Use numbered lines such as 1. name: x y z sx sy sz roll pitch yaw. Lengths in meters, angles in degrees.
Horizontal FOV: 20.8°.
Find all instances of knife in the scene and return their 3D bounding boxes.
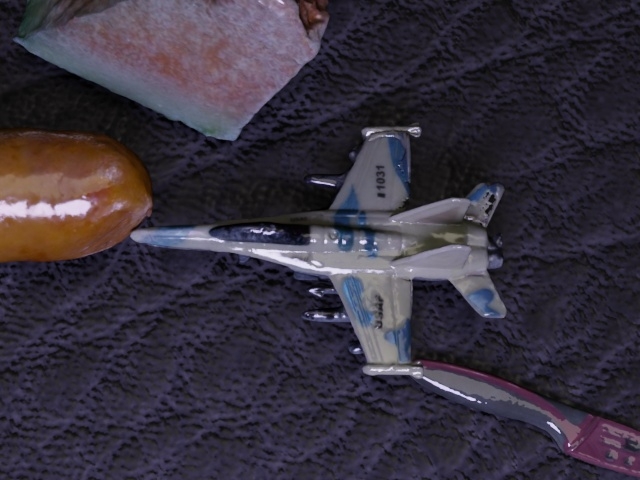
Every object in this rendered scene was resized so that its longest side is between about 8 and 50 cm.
1. knife: 0.177 0.134 1.240 0.247 0.018 0.035 21 72 0

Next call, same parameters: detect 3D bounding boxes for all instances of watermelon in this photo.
1. watermelon: -0.058 -0.221 1.228 0.151 0.302 0.264 30 70 -36

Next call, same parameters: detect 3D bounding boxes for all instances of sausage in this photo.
1. sausage: -0.251 -0.019 1.204 0.271 0.109 0.109 -10 77 -6

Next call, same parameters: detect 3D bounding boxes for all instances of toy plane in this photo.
1. toy plane: 0.000 0.004 1.232 0.262 0.088 0.192 0 70 6
